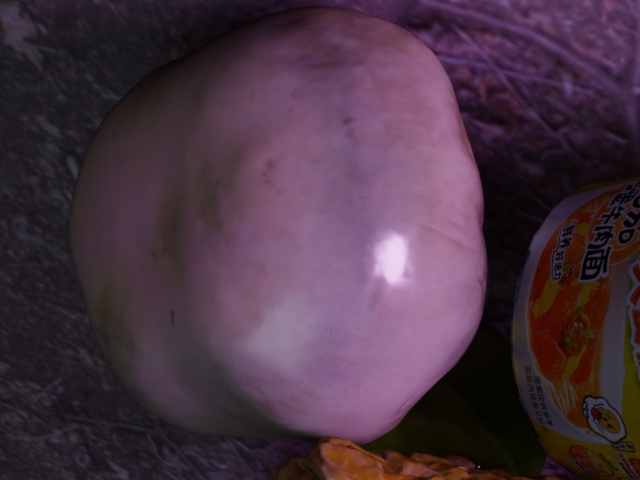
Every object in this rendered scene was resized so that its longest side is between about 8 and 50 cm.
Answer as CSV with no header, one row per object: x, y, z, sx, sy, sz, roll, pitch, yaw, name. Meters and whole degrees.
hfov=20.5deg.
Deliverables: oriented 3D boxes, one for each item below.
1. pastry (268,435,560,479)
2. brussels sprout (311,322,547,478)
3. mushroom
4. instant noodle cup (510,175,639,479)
0.089,0.166,0.895,0.250,0.102,0.154,14,178,-21,pastry
0.061,0.114,1.075,0.155,0.155,0.117,15,139,21,brussels sprout
0.000,0.000,0.970,0.254,0.234,0.260,-58,47,23,mushroom
0.202,0.045,0.880,0.153,0.205,0.205,2,133,47,instant noodle cup
